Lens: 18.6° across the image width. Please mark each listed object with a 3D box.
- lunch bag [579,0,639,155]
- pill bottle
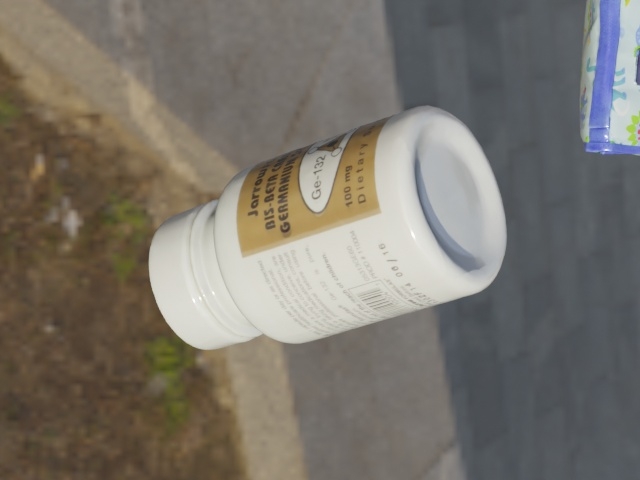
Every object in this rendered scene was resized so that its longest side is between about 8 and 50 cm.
[{"bbox_3d":[0.232,-0.125,1.427,0.151,0.096,0.128,-2,95,-60],"label":"lunch bag"},{"bbox_3d":[0.000,0.000,1.344,0.131,0.229,0.131,30,51,-46],"label":"pill bottle"}]
